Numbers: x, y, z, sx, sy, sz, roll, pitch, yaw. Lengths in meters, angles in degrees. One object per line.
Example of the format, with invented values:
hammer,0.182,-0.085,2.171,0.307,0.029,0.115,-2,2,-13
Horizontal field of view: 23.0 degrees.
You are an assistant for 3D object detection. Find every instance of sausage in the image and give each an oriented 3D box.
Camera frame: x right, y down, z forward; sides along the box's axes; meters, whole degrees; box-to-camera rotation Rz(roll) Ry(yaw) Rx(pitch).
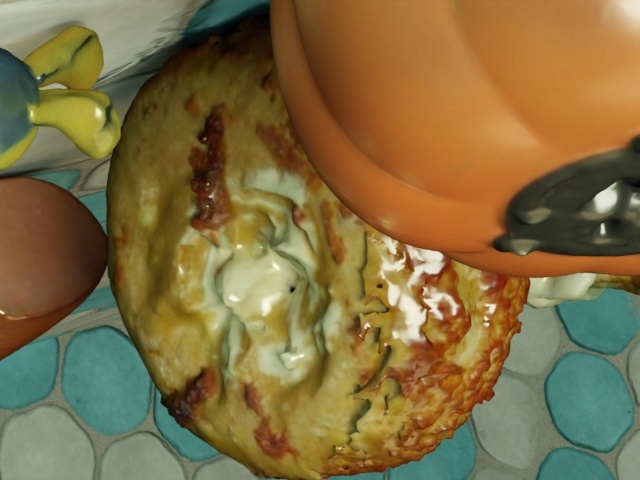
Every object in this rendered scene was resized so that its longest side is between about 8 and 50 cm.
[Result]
sausage,-0.246,0.039,1.011,0.114,0.113,0.259,-16,175,-43

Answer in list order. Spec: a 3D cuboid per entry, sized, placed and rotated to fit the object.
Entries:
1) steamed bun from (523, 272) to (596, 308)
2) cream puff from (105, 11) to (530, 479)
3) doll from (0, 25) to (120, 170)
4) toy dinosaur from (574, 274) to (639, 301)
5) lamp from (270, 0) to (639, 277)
steamed bun,0.128,-0.076,0.850,0.211,0.144,0.218,-45,-159,39
cream puff,0.000,0.001,0.767,0.240,0.240,0.164,-22,-177,42
doll,-0.165,-0.026,0.611,0.179,0.102,0.089,-15,134,-5
toy dinosaur,0.167,-0.017,1.049,0.206,0.092,0.393,-21,-153,-36
lamp,0.078,-0.080,0.436,0.188,0.163,0.187,-2,159,-1
